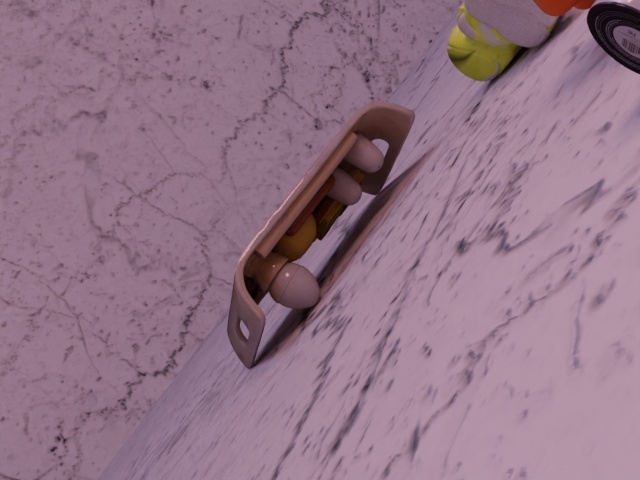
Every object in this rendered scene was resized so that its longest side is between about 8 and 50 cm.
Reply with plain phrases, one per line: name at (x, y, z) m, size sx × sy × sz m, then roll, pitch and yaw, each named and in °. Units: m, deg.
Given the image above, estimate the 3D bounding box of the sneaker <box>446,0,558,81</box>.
sneaker at (0.203, -0.252, 0.880) m, size 0.126 × 0.091 × 0.240 m, roll -52°, pitch 4°, yaw -11°

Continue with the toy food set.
toy food set at (0.000, 0.000, 1.035) m, size 0.306 × 0.092 × 0.220 m, roll -52°, pitch -7°, yaw -22°

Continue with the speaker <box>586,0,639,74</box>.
speaker at (0.189, -0.144, 0.411) m, size 0.136 × 0.055 × 0.055 m, roll -52°, pitch 5°, yaw -5°

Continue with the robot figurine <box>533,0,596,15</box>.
robot figurine at (0.203, -0.236, 0.527) m, size 0.219 × 0.158 × 0.128 m, roll -47°, pitch 35°, yaw 43°
